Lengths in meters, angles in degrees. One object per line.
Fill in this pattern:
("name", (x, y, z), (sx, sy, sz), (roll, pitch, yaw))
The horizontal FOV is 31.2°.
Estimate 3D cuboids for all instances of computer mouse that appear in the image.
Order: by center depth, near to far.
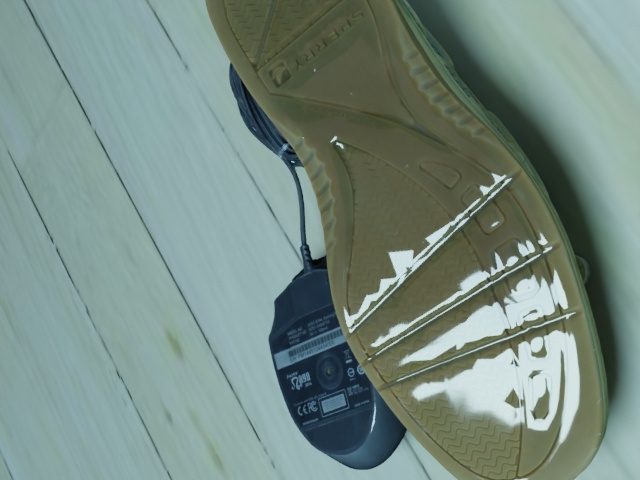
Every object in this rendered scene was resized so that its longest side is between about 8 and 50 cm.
("computer mouse", (0.000, 0.000, 0.605), (0.071, 0.041, 0.242), (-23, 74, 40))

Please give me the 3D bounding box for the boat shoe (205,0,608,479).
("boat shoe", (0.048, -0.026, 0.515), (0.104, 0.089, 0.285), (-28, 78, 21))
